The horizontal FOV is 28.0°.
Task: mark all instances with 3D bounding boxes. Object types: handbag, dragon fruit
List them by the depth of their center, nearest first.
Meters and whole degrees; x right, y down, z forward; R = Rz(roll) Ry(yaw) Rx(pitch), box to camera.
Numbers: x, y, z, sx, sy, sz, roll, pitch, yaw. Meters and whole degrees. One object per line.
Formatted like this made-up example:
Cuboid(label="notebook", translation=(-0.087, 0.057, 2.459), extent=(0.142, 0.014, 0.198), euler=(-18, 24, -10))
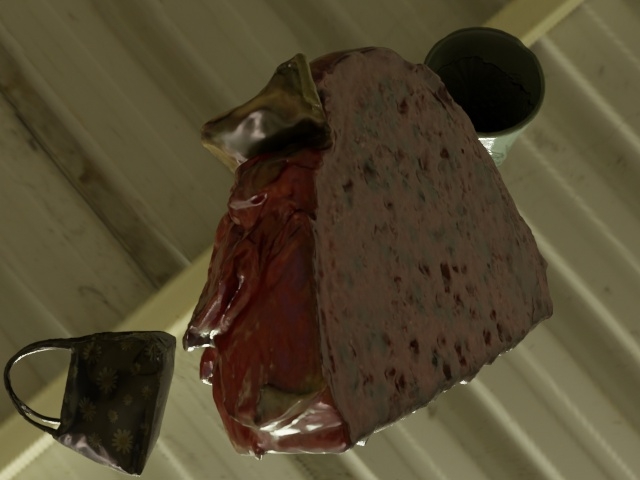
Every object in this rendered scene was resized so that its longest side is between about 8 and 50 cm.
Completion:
Cuboid(label="dragon fruit", translation=(0.000, 0.000, 0.764), extent=(0.152, 0.317, 0.205), euler=(-16, -90, 31))
Cuboid(label="handbag", translation=(-0.195, 0.122, 1.068), extent=(0.139, 0.072, 0.115), euler=(13, -83, 5))

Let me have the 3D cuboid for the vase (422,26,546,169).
Cuboid(label="vase", translation=(0.121, -0.080, 1.072), extent=(0.096, 0.219, 0.096), euler=(0, -112, -1))
